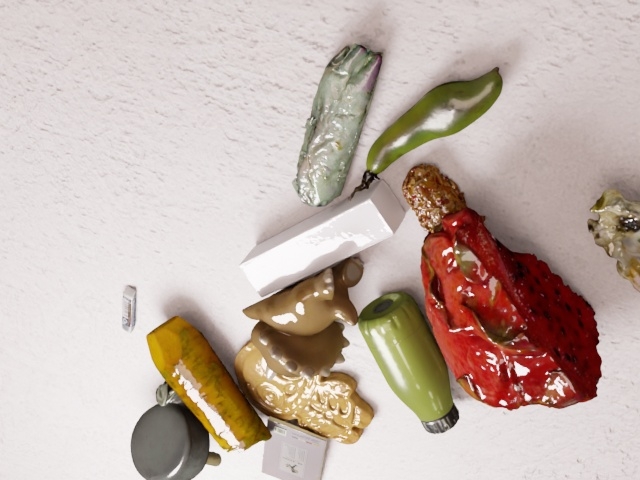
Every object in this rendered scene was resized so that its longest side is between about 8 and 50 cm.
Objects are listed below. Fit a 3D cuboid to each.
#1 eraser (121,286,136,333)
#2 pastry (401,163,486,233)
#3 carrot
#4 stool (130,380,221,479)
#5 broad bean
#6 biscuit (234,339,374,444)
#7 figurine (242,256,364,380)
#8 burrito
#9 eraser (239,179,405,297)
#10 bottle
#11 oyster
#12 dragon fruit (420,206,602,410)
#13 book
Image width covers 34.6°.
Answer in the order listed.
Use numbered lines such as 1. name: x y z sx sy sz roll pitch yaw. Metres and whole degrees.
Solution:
1. eraser: -0.378 0.137 2.035 0.027 0.019 0.099 23 125 25
2. pastry: 0.197 -0.045 1.678 0.087 0.063 0.169 -38 100 30
3. carrot: -0.220 0.285 1.985 0.114 0.114 0.302 -32 95 33
4. stool: -0.275 0.387 2.058 0.153 0.139 0.228 30 97 36
5. broad bean: 0.160 -0.176 1.624 0.325 0.067 0.075 -36 70 35
6. biscuit: -0.035 0.292 1.976 0.288 0.044 0.202 37 125 1
7. figurine: -0.017 0.157 1.807 0.247 0.177 0.173 -26 89 27
8. burrito: 0.022 -0.185 1.668 0.096 0.066 0.309 22 124 3
9. eraser: 0.000 0.000 1.772 0.298 0.078 0.076 -27 106 31
10. bottle: 0.164 0.222 1.812 0.112 0.112 0.260 -18 110 29
11. oyster: 0.566 0.023 1.561 0.354 0.107 0.201 37 146 -16
12. dragon fruit: 0.246 0.140 1.631 0.286 0.228 0.329 -24 124 34
13. book: -0.055 0.430 2.056 0.127 0.014 0.182 18 133 11
